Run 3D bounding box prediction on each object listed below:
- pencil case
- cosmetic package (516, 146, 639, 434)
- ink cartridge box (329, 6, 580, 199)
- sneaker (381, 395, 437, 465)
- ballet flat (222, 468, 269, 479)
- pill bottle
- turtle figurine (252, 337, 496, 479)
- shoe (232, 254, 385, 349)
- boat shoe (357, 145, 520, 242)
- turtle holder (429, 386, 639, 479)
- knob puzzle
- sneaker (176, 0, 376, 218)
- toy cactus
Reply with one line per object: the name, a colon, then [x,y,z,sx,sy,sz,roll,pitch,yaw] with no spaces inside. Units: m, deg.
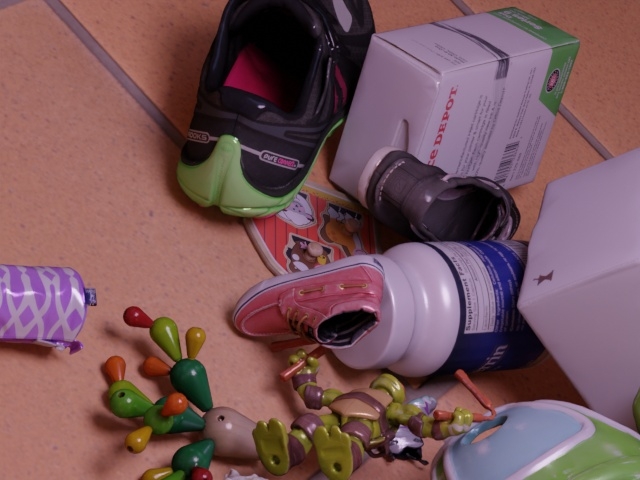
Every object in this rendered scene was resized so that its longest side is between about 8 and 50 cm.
pencil case: [-0.324,0.066,1.612,0.206,0.086,0.088,3,75,-34]
cosmetic package: [0.419,0.139,1.923,0.453,0.161,0.230,52,35,-24]
ink cartridge box: [0.167,-0.159,2.076,0.121,0.211,0.289,35,33,31]
sneaker: [0.103,0.213,1.838,0.098,0.038,0.069,-22,70,-36]
ballet flat: [-0.098,0.341,1.460,0.147,0.147,0.409,37,39,-3]
pill bottle: [0.141,0.076,1.902,0.265,0.153,0.153,-1,54,-38]
turtle figurine: [0.023,0.179,1.714,0.269,0.087,0.217,18,23,26]
shoe: [-0.015,0.078,1.770,0.063,0.178,0.081,56,23,-36]
boat shoe: [0.162,-0.025,1.982,0.095,0.112,0.335,33,8,34]
turtle holder: [0.249,0.258,1.704,0.243,0.320,0.227,33,10,-45]
knob puzzle: [0.000,0.000,1.960,0.213,0.030,0.213,21,43,-21]
sneaker: [-0.029,-0.223,1.993,0.185,0.202,0.483,16,41,1]
toy cactus: [-0.124,0.169,1.665,0.180,0.112,0.219,23,33,-33]
